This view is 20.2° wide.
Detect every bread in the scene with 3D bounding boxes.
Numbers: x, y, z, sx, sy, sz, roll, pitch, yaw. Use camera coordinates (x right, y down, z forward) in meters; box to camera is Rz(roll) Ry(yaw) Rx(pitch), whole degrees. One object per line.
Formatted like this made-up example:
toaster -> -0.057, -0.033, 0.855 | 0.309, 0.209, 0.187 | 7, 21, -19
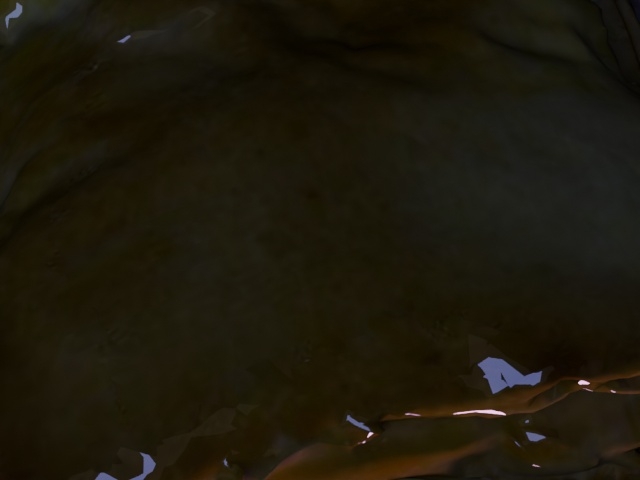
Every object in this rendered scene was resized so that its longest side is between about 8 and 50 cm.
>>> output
bread -> 0.000, 0.000, 0.602 | 0.314, 0.191, 0.370 | -13, 64, -13
